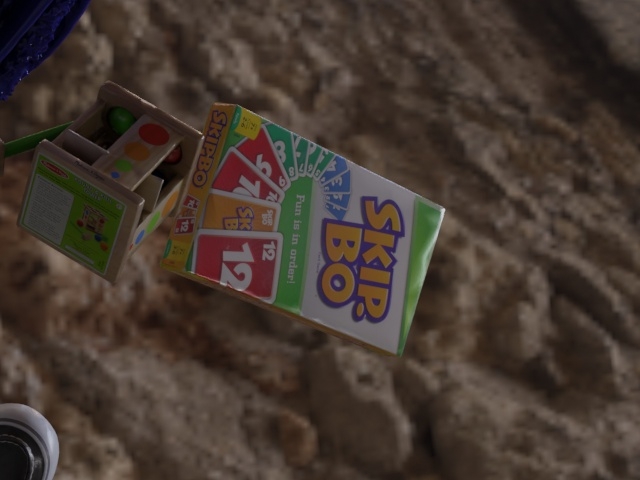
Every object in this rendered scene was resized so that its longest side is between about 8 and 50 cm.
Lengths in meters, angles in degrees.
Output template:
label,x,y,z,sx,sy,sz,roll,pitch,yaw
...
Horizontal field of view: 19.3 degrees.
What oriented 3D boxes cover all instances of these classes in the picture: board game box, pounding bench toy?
label,x,y,z,sx,sy,sz,roll,pitch,yaw
board game box,0.000,0.000,1.400,0.039,0.259,0.124,11,-100,43
pounding bench toy,-0.104,-0.036,0.834,0.083,0.065,0.052,30,-45,8

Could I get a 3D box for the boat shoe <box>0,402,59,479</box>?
label,x,y,z,sx,sy,sz,roll,pitch,yaw
boat shoe,-0.259,0.192,1.191,0.228,0.076,0.080,-36,-77,16

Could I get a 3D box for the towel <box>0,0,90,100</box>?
label,x,y,z,sx,sy,sz,roll,pitch,yaw
towel,-0.160,-0.219,0.705,0.228,0.076,0.308,-47,-114,30
